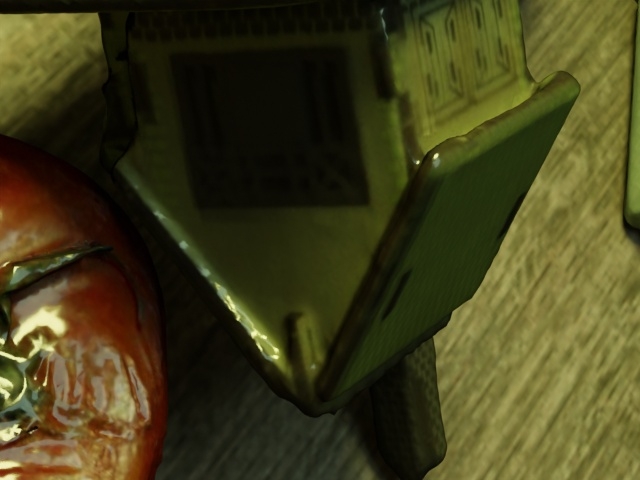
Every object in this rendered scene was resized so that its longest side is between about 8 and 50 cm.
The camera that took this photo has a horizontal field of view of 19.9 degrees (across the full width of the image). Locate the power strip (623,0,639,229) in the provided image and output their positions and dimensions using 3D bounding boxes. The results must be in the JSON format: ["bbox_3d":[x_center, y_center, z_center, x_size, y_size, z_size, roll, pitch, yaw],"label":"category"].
[{"bbox_3d":[0.259,-0.050,1.000,0.140,0.139,0.224,28,55,-26],"label":"power strip"}]

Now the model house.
[{"bbox_3d":[0.000,0.000,0.731,0.218,0.205,0.279,-30,117,-52],"label":"model house"}]

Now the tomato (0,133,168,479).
[{"bbox_3d":[-0.141,0.045,0.673,0.228,0.101,0.228,14,64,-32],"label":"tomato"}]
